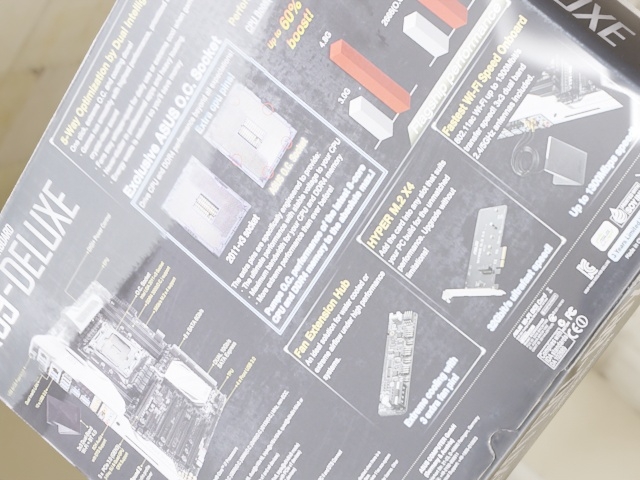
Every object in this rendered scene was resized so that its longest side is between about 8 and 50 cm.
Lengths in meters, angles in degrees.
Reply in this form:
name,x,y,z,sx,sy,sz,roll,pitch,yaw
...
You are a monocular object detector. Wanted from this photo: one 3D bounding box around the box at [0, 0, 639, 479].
name,x,y,z,sx,sy,sz,roll,pitch,yaw
box,0.000,0.000,0.825,0.242,0.307,0.076,39,-151,14
